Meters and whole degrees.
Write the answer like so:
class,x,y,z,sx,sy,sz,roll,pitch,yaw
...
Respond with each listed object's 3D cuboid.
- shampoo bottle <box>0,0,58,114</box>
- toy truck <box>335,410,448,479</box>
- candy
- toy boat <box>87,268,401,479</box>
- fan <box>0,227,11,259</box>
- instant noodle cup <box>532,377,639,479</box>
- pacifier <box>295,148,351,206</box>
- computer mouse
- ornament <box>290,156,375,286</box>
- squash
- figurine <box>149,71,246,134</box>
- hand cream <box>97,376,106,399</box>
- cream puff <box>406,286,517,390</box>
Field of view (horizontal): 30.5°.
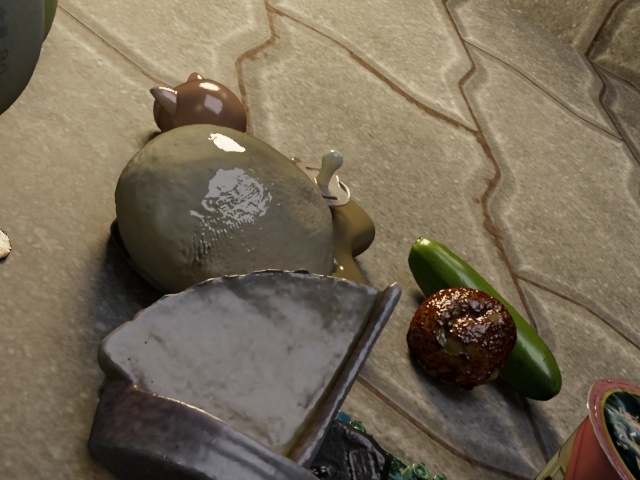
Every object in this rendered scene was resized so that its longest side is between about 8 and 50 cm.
class,x,y,z,sx,sy,sz,roll,pitch,yaw
shampoo bottle,-0.433,-0.237,1.140,0.322,0.322,0.317,36,35,-2
toy truck,0.062,0.261,1.232,0.175,0.067,0.081,36,33,-10
candy,-0.100,-0.027,1.357,0.295,0.185,0.295,24,27,-13
toy boat,-0.076,0.148,1.101,0.276,0.111,0.293,14,53,-8
fan,-0.417,-0.062,1.226,0.152,0.008,0.227,6,41,-44
instant noodle cup,0.288,0.310,1.204,0.244,0.255,0.244,29,29,-18
pacifier,0.011,-0.087,1.563,0.081,0.078,0.099,5,34,-29
computer mouse,-0.016,0.233,1.145,0.172,0.057,0.099,-8,68,-7
ornament,0.000,0.000,1.561,0.245,0.061,0.230,39,28,12
squash,0.227,0.110,1.634,0.292,0.082,0.082,48,29,22
figurine,-0.161,-0.157,1.570,0.138,0.125,0.125,53,27,-3
hand cream,-0.139,0.152,1.194,0.224,0.048,0.083,9,38,-53
cream puff,0.187,0.121,1.528,0.149,0.084,0.149,3,48,-4
